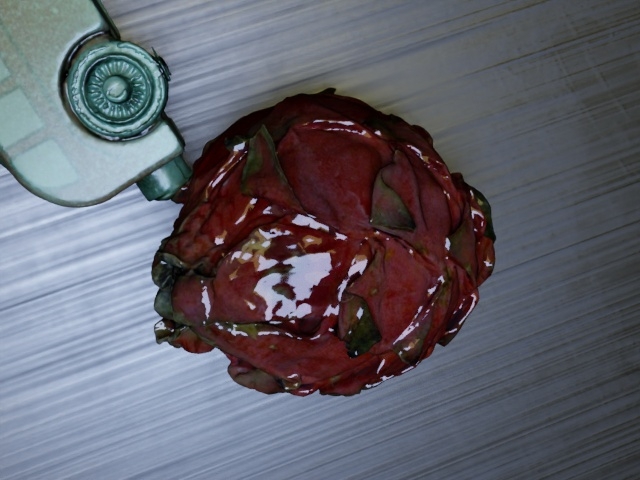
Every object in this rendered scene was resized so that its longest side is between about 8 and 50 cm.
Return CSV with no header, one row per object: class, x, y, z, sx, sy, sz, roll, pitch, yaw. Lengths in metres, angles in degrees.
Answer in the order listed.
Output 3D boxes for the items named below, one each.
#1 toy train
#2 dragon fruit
toy train,-0.222,-0.160,0.654,0.159,0.129,0.326,-30,104,0
dragon fruit,0.000,0.000,0.653,0.299,0.244,0.244,-16,105,-48
